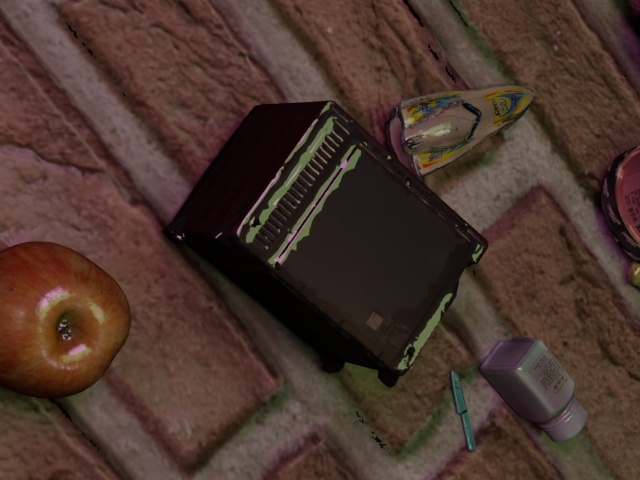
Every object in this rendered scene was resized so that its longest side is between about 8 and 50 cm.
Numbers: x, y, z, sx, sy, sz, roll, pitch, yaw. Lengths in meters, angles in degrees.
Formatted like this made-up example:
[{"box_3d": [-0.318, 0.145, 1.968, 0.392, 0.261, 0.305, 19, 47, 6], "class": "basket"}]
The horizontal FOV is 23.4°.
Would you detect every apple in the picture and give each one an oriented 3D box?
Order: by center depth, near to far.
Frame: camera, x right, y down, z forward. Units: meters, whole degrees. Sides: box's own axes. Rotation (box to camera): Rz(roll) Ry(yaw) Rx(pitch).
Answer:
[{"box_3d": [-0.247, 0.072, 1.404, 0.146, 0.131, 0.146, 0, 91, -32], "class": "apple"}]

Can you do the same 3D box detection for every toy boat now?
[{"box_3d": [0.157, -0.134, 1.693, 0.210, 0.066, 0.084, -22, 98, -30], "class": "toy boat"}]

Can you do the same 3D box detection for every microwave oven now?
[{"box_3d": [0.002, -0.001, 1.526, 0.247, 0.188, 0.178, 41, 73, -24], "class": "microwave oven"}]

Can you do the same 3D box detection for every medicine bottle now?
[{"box_3d": [0.242, 0.165, 1.705, 0.118, 0.074, 0.055, 49, 64, -16], "class": "medicine bottle"}]

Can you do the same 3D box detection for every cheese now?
[{"box_3d": [0.396, 0.055, 1.828, 0.083, 0.030, 0.044, 43, 52, -14], "class": "cheese"}]

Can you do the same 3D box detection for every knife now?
[{"box_3d": [0.155, 0.187, 1.694, 0.014, 0.005, 0.091, -13, 91, -32], "class": "knife"}]

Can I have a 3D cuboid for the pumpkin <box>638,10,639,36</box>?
[{"box_3d": [0.455, -0.254, 1.841, 0.167, 0.125, 0.167, 4, 78, -20], "class": "pumpkin"}]

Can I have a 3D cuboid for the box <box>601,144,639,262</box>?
[{"box_3d": [0.424, -0.057, 1.785, 0.151, 0.135, 0.151, 11, 67, -27], "class": "box"}]
